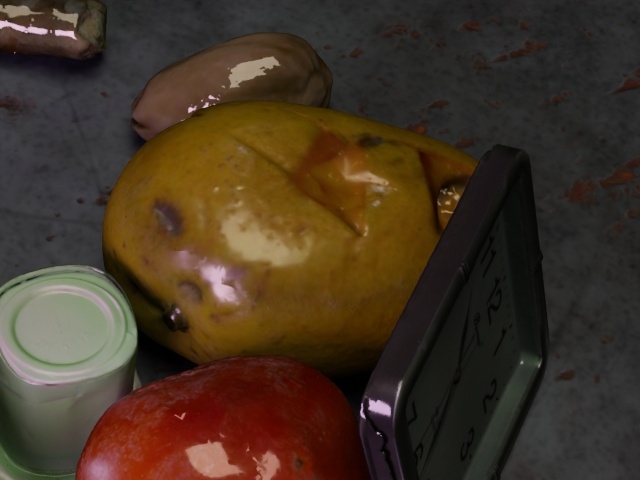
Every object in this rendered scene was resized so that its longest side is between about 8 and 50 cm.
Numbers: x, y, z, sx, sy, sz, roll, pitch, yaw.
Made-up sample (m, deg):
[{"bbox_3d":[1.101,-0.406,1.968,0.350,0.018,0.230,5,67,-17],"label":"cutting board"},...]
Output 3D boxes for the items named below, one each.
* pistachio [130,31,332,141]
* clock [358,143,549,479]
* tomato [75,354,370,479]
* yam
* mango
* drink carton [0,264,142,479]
[{"bbox_3d":[-0.078,-0.129,1.635,0.185,0.108,0.126,-14,35,-9],"label":"pistachio"},{"bbox_3d":[0.102,0.105,1.397,0.049,0.273,0.279,13,51,22],"label":"clock"},{"bbox_3d":[-0.063,0.192,1.345,0.232,0.188,0.232,11,57,-18],"label":"tomato"},{"bbox_3d":[-0.352,-0.212,1.673,0.317,0.067,0.071,8,67,-1],"label":"yam"},{"bbox_3d":[0.000,0.000,1.521,0.365,0.182,0.253,-1,52,-23],"label":"mango"},{"bbox_3d":[-0.201,0.104,1.426,0.146,0.142,0.144,-11,58,-18],"label":"drink carton"}]
